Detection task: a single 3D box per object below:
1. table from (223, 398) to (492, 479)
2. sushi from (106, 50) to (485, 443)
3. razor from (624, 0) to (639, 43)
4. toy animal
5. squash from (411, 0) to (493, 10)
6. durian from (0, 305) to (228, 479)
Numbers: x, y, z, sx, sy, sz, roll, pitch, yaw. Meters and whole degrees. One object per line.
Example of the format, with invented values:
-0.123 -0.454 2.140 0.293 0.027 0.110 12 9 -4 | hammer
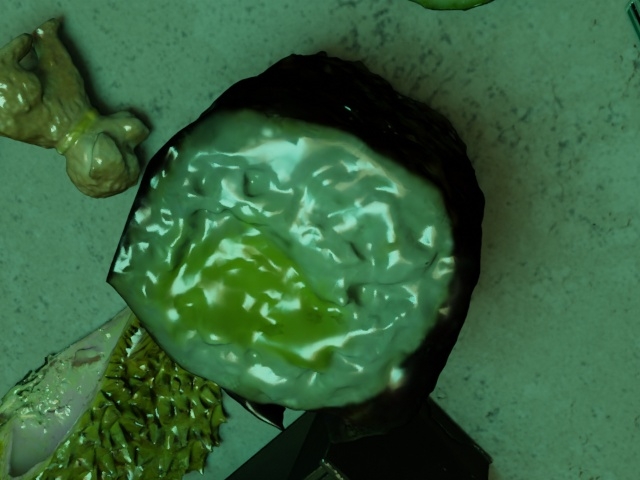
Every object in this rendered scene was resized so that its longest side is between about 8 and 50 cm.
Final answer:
0.002 0.300 1.033 0.196 0.250 0.282 44 112 -6 | table
0.001 -0.002 0.914 0.281 0.294 0.299 -43 96 17 | sushi
0.375 -0.215 0.905 0.191 0.037 0.068 -20 61 13 | razor
-0.274 -0.099 1.008 0.104 0.184 0.185 -23 110 43 | toy animal
0.151 -0.331 0.826 0.309 0.210 0.234 -30 87 14 | squash
-0.217 0.212 1.136 0.305 0.185 0.195 -41 119 12 | durian
